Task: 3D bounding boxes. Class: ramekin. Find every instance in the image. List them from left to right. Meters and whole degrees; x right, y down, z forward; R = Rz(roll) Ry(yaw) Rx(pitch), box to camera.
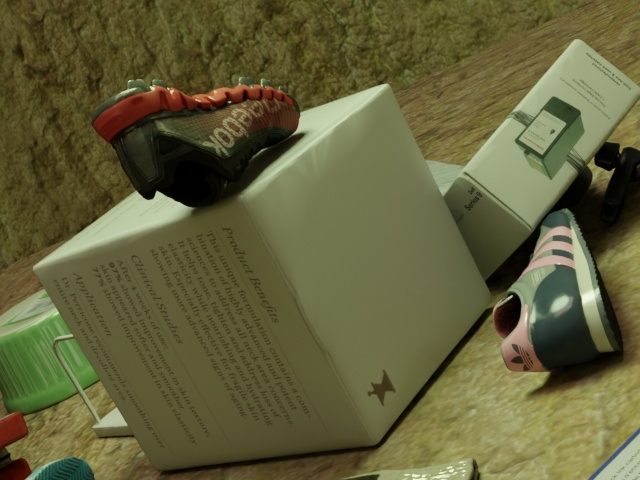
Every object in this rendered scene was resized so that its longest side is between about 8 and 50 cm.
[{"bbox_3d":[-0.482,0.177,2.296,0.303,0.148,0.303,-26,13,7],"label":"ramekin"}]

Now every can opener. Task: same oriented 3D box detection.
[{"bbox_3d":[0.412,-0.076,1.720,0.073,0.059,0.186,5,35,16],"label":"can opener"}]

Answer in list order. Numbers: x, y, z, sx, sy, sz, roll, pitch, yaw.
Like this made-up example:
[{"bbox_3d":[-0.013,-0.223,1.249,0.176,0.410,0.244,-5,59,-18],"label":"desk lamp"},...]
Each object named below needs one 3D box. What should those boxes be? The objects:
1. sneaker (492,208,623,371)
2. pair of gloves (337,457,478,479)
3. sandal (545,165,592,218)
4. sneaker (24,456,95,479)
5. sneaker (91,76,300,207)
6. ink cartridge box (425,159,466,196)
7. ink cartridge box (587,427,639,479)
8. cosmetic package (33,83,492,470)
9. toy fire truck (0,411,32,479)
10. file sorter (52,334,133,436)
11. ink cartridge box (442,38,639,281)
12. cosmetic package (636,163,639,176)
[{"bbox_3d":[0.254,0.052,1.414,0.131,0.112,0.319,-22,13,12],"label":"sneaker"},{"bbox_3d":[0.029,0.282,1.148,0.204,0.042,0.240,-19,17,31],"label":"pair of gloves"},{"bbox_3d":[0.290,-0.052,1.797,0.254,0.097,0.054,-33,-12,-25],"label":"sandal"},{"bbox_3d":[-0.385,0.355,1.588,0.092,0.087,0.228,-17,15,46],"label":"sneaker"},{"bbox_3d":[-0.116,-0.102,1.344,0.097,0.135,0.276,-32,-14,39],"label":"sneaker"},{"bbox_3d":[0.083,-0.074,1.886,0.330,0.072,0.324,11,17,39],"label":"ink cartridge box"},{"bbox_3d":[0.301,0.176,1.003,0.223,0.045,0.224,-36,15,-30],"label":"ink cartridge box"},{"bbox_3d":[-0.068,0.055,1.561,0.393,0.329,0.327,-15,19,41],"label":"cosmetic package"},{"bbox_3d":[-0.578,0.330,1.772,0.302,0.169,0.254,-21,3,28],"label":"toy fire truck"},{"bbox_3d":[-0.230,0.146,1.877,0.192,0.173,0.277,-11,20,48],"label":"file sorter"},{"bbox_3d":[0.276,-0.099,1.665,0.289,0.121,0.211,-47,-6,-27],"label":"ink cartridge box"},{"bbox_3d":[0.489,-0.098,1.668,0.060,0.041,0.115,-33,14,-21],"label":"cosmetic package"}]
